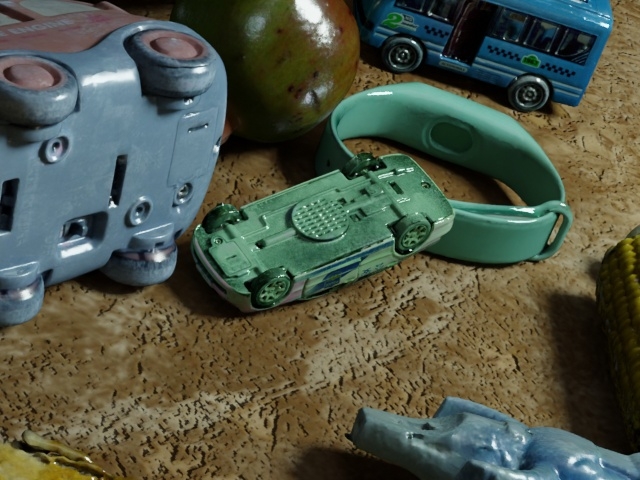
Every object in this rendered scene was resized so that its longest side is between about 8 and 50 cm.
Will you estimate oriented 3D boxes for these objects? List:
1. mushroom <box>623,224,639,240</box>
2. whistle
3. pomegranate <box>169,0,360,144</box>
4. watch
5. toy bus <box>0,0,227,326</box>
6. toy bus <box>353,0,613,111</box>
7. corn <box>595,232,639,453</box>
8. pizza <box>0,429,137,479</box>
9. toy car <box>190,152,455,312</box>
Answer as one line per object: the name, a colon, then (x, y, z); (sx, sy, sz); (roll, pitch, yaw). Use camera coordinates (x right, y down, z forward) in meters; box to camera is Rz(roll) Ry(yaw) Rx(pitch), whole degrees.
mushroom: (0.314, 0.023, 1.742); (0.085, 0.085, 0.079); (34, 6, 15)
whistle: (0.151, 0.174, 1.412); (0.269, 0.093, 0.180); (19, 10, -7)
pomegranate: (-0.067, -0.153, 1.673); (0.180, 0.180, 0.209); (35, 66, 17)
watch: (0.115, -0.062, 1.730); (0.237, 0.068, 0.195); (22, 35, -2)
toy bus: (-0.229, -0.087, 1.461); (0.232, 0.197, 0.294); (34, 35, 33)
toy bus: (0.163, -0.230, 1.929); (0.246, 0.134, 0.113); (16, 35, -12)
corn: (0.292, 0.112, 1.569); (0.115, 0.115, 0.318); (15, 32, -14)
pizza: (-0.268, 0.162, 1.189); (0.251, 0.074, 0.288); (42, 37, 24)
toy car: (0.000, 0.000, 1.569); (0.224, 0.076, 0.090); (-21, 56, -25)
